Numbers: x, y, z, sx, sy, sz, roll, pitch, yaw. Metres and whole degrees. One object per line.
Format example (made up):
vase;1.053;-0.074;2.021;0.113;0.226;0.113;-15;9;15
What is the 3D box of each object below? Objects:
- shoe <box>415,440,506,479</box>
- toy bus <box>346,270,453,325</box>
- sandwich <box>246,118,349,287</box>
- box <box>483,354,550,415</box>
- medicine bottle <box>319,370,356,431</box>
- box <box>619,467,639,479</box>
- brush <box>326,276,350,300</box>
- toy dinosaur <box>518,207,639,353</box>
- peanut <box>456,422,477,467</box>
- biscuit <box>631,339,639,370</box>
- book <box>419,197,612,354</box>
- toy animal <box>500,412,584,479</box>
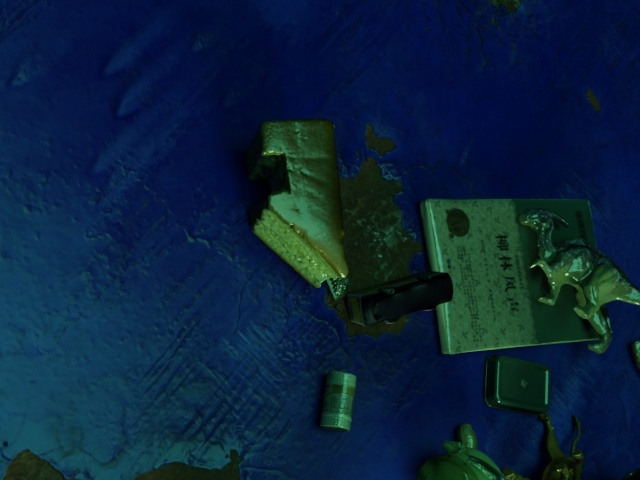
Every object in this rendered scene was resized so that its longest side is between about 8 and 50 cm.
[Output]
shoe;0.245;0.431;1.629;0.128;0.140;0.262;-34;101;-39
toy bus;0.125;0.089;1.682;0.172;0.072;0.057;-14;102;-32
sandwich;-0.036;-0.052;1.584;0.128;0.122;0.235;-3;77;-22
box;0.333;0.242;1.795;0.126;0.031;0.091;16;70;-26
medicine bottle;0.027;0.242;1.601;0.047;0.047;0.083;18;69;-26
box;0.484;0.580;1.730;0.359;0.091;0.350;-20;105;-34
brush;0.000;0.000;1.658;0.034;0.027;0.190;-23;89;-35
toy dinosaur;0.451;0.063;1.847;0.294;0.077;0.162;43;60;-15
peanut;0.233;0.335;1.710;0.037;0.037;0.083;21;62;-26
biscuit;0.685;0.238;2.010;0.250;0.032;0.133;-3;81;-33
book;0.344;0.055;1.850;0.379;0.031;0.264;-2;80;-32
toy animal;0.396;0.376;1.762;0.255;0.114;0.116;-40;122;-44
